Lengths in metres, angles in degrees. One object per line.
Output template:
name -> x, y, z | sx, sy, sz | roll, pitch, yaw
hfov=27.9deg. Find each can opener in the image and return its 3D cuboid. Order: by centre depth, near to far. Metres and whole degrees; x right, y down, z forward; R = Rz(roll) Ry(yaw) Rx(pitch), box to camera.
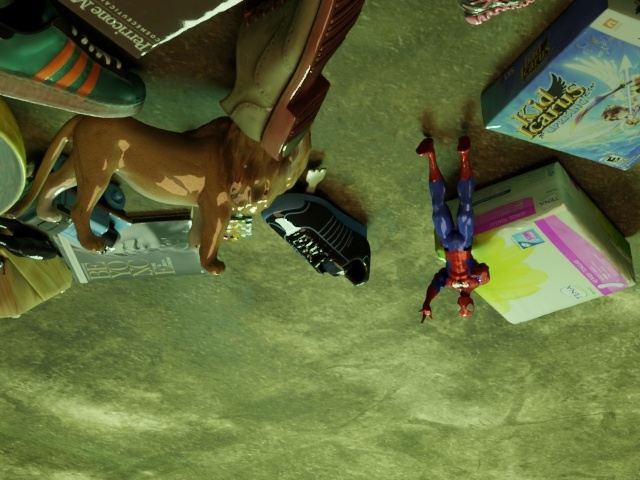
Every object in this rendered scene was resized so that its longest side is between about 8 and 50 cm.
can opener -> -0.454, -0.016, 1.799 | 0.073, 0.059, 0.186 | 7, 172, 45

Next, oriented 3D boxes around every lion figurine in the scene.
lion figurine -> -0.212, -0.100, 1.713 | 0.392, 0.142, 0.240 | 8, 109, -16

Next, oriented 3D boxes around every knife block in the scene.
knife block -> -0.486, -0.011, 1.942 | 0.088, 0.242, 0.275 | -6, -170, 15

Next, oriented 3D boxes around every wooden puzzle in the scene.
wooden puzzle -> -0.132, -0.020, 2.009 | 0.049, 0.006, 0.083 | 0, 148, -3

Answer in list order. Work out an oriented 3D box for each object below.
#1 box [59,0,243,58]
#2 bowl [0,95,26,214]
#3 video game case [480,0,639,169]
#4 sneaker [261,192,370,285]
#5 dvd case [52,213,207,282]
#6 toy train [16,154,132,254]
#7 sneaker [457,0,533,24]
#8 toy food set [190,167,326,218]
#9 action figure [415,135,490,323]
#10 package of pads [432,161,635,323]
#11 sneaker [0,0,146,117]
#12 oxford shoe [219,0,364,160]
box -> -0.115, -0.359, 1.347 | 0.381, 0.143, 0.191 | -22, 143, 31
bowl -> -0.511, -0.153, 1.632 | 0.289, 0.156, 0.289 | -1, 148, -1
video game case -> 0.385, -0.208, 1.689 | 0.244, 0.061, 0.269 | 15, 144, -23
sneaker -> 0.000, 0.000, 1.949 | 0.081, 0.090, 0.232 | -27, 148, 33
dvd case -> -0.300, 0.015, 2.044 | 0.221, 0.018, 0.164 | -4, 148, 3
toy train -> -0.354, -0.047, 1.859 | 0.080, 0.105, 0.184 | -24, 141, 32
sneaker -> 0.215, -0.305, 1.546 | 0.119, 0.047, 0.057 | -23, 131, 27
toy food set -> -0.098, -0.083, 1.891 | 0.192, 0.038, 0.132 | -5, 155, -16
action figure -> 0.186, 0.007, 1.836 | 0.091, 0.139, 0.280 | -2, 121, 18
package of pads -> 0.329, 0.014, 2.003 | 0.229, 0.101, 0.296 | -21, 143, 27
sneaker -> -0.321, -0.229, 1.568 | 0.108, 0.121, 0.302 | 27, -167, 37
oxford shoe -> -0.039, -0.252, 1.541 | 0.130, 0.123, 0.348 | 33, 129, 9
